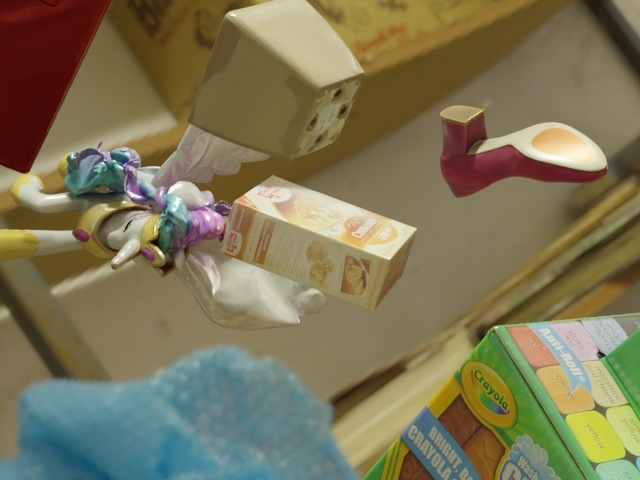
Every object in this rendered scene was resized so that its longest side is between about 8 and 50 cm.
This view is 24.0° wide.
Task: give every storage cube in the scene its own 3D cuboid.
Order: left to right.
[{"bbox_3d":[-0.265,-0.202,1.156,0.193,0.183,0.215,-58,22,29],"label":"storage cube"}]

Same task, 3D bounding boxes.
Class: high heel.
[{"bbox_3d":[0.234,-0.076,1.751,0.244,0.117,0.082,17,40,39],"label":"high heel"}]

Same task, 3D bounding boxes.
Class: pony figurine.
[{"bbox_3d":[-0.179,-0.030,1.775,0.351,0.303,0.363,-16,17,-39],"label":"pony figurine"}]

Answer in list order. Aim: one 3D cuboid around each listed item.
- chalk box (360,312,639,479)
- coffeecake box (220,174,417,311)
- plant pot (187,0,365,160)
[{"bbox_3d":[0.188,0.172,1.116,0.179,0.180,0.289,-3,-40,-38],"label":"chalk box"},{"bbox_3d":[0.000,0.000,1.708,0.142,0.185,0.068,-44,-28,-68],"label":"coffeecake box"},{"bbox_3d":[-0.029,-0.128,1.260,0.109,0.096,0.109,-27,-33,-52],"label":"plant pot"}]
